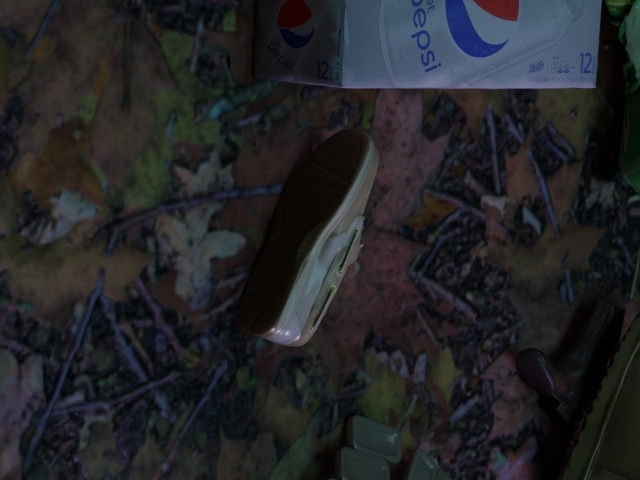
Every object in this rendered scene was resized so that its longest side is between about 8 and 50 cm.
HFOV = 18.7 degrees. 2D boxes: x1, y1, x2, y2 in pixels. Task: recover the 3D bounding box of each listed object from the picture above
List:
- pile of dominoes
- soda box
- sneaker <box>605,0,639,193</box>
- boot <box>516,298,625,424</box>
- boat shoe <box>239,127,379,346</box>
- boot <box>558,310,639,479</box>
[{"bbox_3d":[0.043,0.269,1.504,0.196,0.040,0.251,47,43,-26],"label":"pile of dominoes"},{"bbox_3d":[0.087,-0.161,1.460,0.286,0.098,0.091,-4,100,-43],"label":"soda box"},{"bbox_3d":[0.285,-0.185,1.659,0.123,0.109,0.295,7,93,-23],"label":"sneaker"},{"bbox_3d":[0.219,0.087,1.672,0.114,0.037,0.106,-53,142,-20],"label":"boot"},{"bbox_3d":[0.000,0.000,1.434,0.059,0.063,0.170,32,85,-45],"label":"boat shoe"},{"bbox_3d":[0.353,0.205,1.671,0.089,0.269,0.236,36,78,-80],"label":"boot"}]
